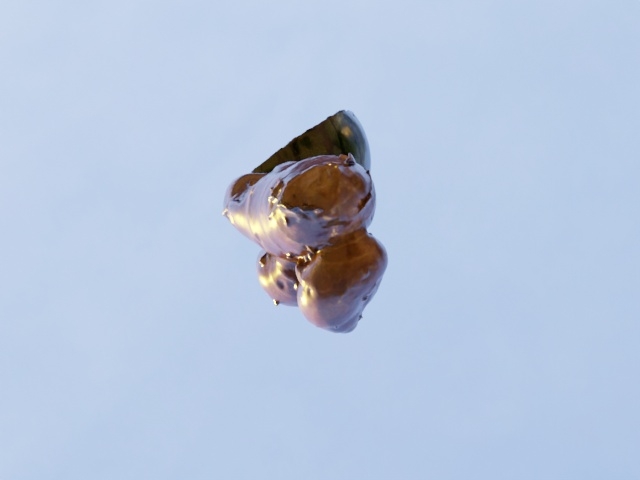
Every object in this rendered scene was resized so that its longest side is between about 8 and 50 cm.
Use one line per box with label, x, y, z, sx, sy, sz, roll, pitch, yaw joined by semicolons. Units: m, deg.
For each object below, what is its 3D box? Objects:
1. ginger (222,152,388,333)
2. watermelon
ginger;0.000;0.000;1.169;0.073;0.162;0.103;-25;-80;-17
watermelon;-0.008;-0.033;1.288;0.105;0.105;0.062;-32;-99;-12
